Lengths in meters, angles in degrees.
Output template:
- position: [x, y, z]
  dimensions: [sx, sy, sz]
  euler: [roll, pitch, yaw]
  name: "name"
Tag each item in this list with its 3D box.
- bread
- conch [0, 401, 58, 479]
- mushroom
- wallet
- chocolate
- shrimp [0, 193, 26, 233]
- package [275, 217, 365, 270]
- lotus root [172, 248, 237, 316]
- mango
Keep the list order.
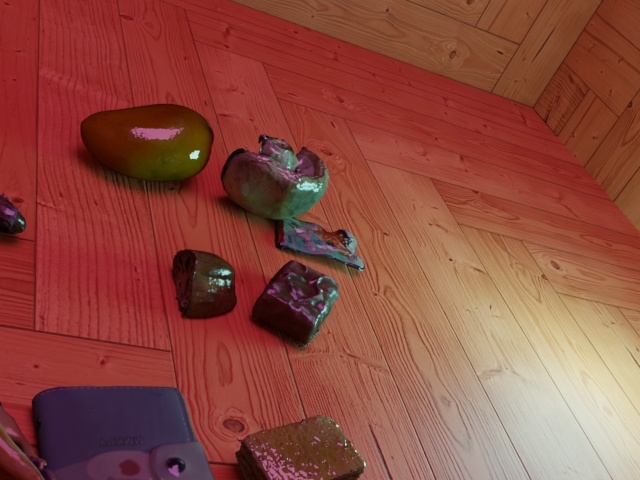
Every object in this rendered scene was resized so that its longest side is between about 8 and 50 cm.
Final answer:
- position: [-0.039, 0.375, 1.427]
  dimensions: [0.196, 0.102, 0.138]
  euler: [-6, 42, -42]
  name: "bread"
- position: [-0.478, 0.277, 1.211]
  dimensions: [0.093, 0.109, 0.330]
  euler: [-38, 71, -19]
  name: "conch"
- position: [-0.101, -0.133, 2.088]
  dimensions: [0.267, 0.189, 0.164]
  euler: [8, 34, -53]
  name: "mushroom"
- position: [-0.278, 0.358, 1.271]
  dimensions: [0.252, 0.083, 0.360]
  euler: [2, 40, -30]
  name: "wallet"
- position: [-0.045, 0.123, 1.827]
  dimensions: [0.148, 0.093, 0.214]
  euler: [32, 29, 2]
  name: "chocolate"
- position: [-0.663, -0.069, 1.610]
  dimensions: [0.233, 0.079, 0.090]
  euler: [24, 67, -4]
  name: "shrimp"
- position: [0.000, 0.000, 2.114]
  dimensions: [0.232, 0.040, 0.166]
  euler: [18, 29, -13]
  name: "package"
- position: [-0.233, 0.076, 1.742]
  dimensions: [0.135, 0.095, 0.159]
  euler: [6, 42, -41]
  name: "lotus root"
- position: [-0.397, -0.231, 2.002]
  dimensions: [0.317, 0.173, 0.211]
  euler: [-2, 40, -33]
  name: "mango"
